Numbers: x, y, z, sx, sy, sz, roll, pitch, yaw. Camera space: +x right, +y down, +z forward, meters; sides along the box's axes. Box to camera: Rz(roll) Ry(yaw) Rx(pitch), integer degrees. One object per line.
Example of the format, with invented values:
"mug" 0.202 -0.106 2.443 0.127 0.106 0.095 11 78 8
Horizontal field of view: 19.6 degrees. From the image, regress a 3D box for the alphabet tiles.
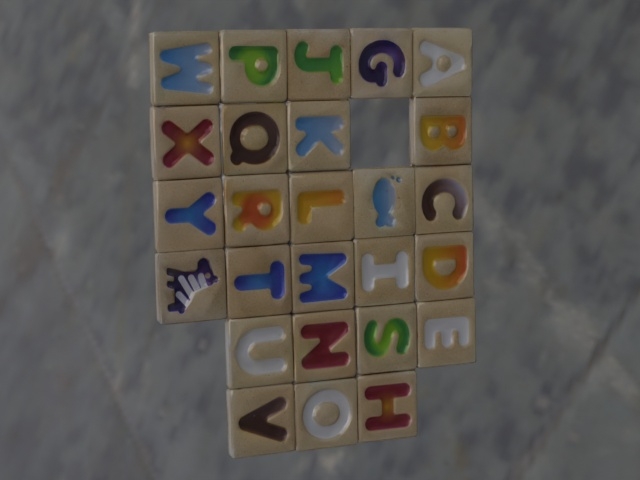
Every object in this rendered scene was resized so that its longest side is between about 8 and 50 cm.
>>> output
"alphabet tiles" 0.000 0.000 1.039 0.009 0.198 0.237 10 102 64
